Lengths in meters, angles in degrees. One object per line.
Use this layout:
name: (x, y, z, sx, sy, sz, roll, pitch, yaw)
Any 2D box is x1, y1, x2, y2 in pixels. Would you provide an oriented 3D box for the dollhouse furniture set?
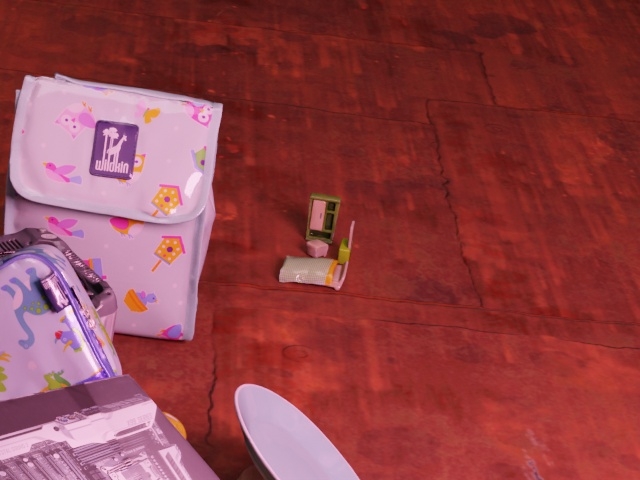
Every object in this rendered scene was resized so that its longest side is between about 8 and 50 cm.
dollhouse furniture set: (0.000, 0.000, 2.314, 0.076, 0.059, 0.152, 9, 23, 3)

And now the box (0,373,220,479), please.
box: (-0.160, 0.244, 1.470, 0.242, 0.076, 0.307, -9, 45, -45)

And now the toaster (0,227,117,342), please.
toaster: (-0.279, 0.093, 1.900, 0.129, 0.146, 0.227, -9, 28, -32)

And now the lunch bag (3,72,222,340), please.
lunch bag: (-0.222, -0.042, 2.082, 0.223, 0.262, 0.160, 8, 23, -2)

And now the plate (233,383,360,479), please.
plate: (-0.018, 0.208, 1.781, 0.188, 0.024, 0.188, 45, 14, -14)

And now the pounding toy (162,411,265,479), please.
pounding toy: (-0.147, 0.209, 1.728, 0.236, 0.110, 0.183, 10, 24, 4)

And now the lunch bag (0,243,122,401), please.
lunch bag: (-0.294, 0.116, 1.741, 0.219, 0.176, 0.090, -24, 9, 2)
